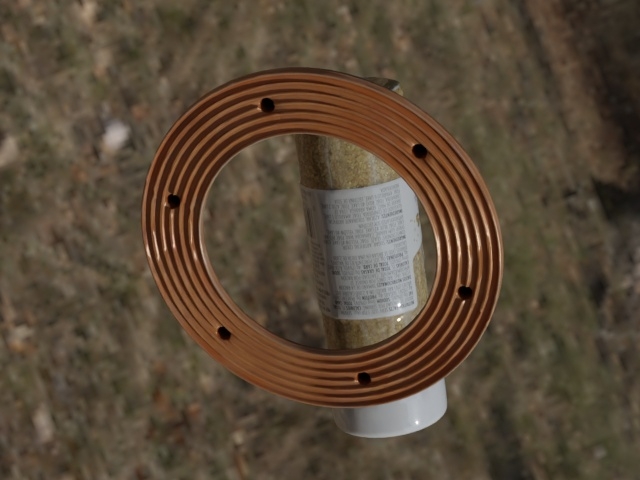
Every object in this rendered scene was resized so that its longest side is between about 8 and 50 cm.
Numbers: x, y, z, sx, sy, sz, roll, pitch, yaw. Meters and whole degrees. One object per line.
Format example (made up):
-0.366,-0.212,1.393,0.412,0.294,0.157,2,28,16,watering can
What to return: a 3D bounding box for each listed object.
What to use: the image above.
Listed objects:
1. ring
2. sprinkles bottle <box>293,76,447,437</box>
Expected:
0.000,0.000,1.524,0.337,0.336,0.032,69,26,-20,ring
0.048,0.018,1.726,0.121,0.121,0.355,-119,-161,-73,sprinkles bottle
